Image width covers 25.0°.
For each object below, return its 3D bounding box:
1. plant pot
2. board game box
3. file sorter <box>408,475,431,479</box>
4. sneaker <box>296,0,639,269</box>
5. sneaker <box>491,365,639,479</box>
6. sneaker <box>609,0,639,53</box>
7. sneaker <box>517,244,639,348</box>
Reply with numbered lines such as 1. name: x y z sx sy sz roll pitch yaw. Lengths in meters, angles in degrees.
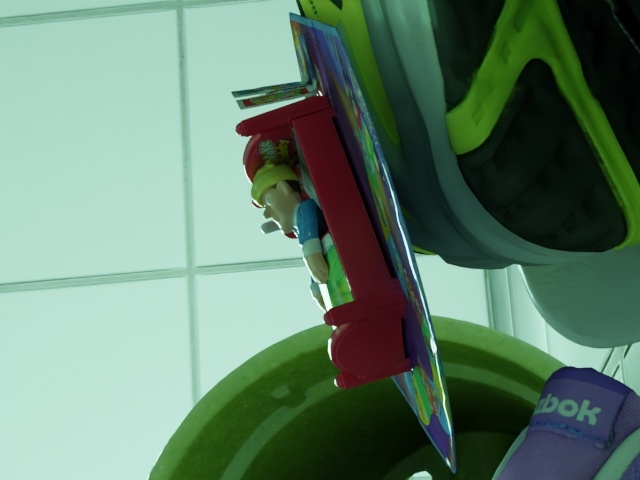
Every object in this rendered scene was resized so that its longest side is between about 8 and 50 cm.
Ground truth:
1. plant pot: 0.069 0.189 0.774 0.254 0.276 0.276 28 -124 -71
2. board game box: 0.000 0.000 0.446 0.169 0.033 0.133 -122 16 -77
3. file sorter: 0.067 0.241 1.066 0.173 0.277 0.193 82 -176 -59
4. sneaker: 0.034 -0.177 0.491 0.147 0.145 0.385 156 116 -62
5. sneaker: 0.022 0.109 0.368 0.102 0.282 0.161 -6 77 57
6. sneaker: 0.096 -0.095 0.367 0.084 0.058 0.152 4 -103 -80
7. sneaker: 0.116 -0.056 0.567 0.094 0.080 0.212 42 -134 -64
